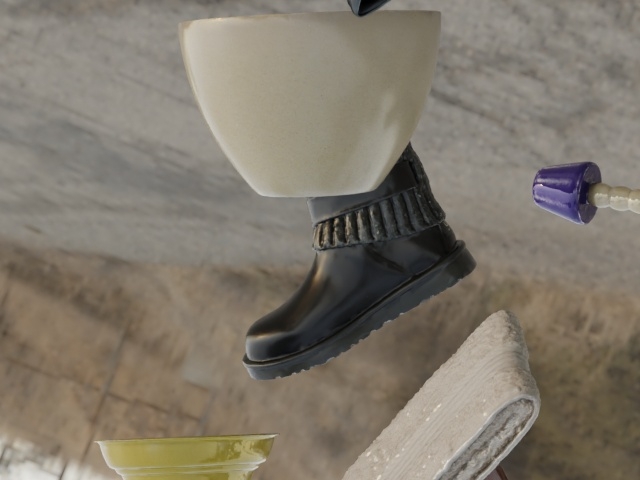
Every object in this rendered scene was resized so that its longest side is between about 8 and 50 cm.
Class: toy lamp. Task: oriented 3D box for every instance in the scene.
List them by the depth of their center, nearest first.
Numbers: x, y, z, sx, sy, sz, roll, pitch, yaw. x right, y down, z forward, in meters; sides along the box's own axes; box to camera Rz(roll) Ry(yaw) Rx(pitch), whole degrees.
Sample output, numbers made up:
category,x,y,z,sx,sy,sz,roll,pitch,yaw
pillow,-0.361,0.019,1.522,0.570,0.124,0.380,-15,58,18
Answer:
category,x,y,z,sx,sy,sz,roll,pitch,yaw
toy lamp,0.379,-0.043,1.643,0.275,0.080,0.080,13,170,31

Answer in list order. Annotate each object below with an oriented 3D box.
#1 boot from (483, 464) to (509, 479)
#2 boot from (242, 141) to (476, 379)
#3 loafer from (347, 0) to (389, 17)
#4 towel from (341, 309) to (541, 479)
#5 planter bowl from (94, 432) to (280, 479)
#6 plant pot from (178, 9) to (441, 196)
category,x,y,z,sx,sy,sz,roll,pitch,yaw
boot,0.220,0.286,1.559,0.037,0.106,0.114,-20,-101,-57
boot,0.001,-0.001,1.829,0.260,0.348,0.131,58,-174,-10
loafer,0.095,-0.279,1.279,0.076,0.078,0.223,10,151,-35
towel,0.107,0.204,1.386,0.049,0.282,0.187,34,-160,-14
planter bowl,-0.154,0.273,1.650,0.217,0.090,0.217,-2,172,0
plant pot,-0.008,-0.147,1.535,0.284,0.190,0.284,-2,-174,0
